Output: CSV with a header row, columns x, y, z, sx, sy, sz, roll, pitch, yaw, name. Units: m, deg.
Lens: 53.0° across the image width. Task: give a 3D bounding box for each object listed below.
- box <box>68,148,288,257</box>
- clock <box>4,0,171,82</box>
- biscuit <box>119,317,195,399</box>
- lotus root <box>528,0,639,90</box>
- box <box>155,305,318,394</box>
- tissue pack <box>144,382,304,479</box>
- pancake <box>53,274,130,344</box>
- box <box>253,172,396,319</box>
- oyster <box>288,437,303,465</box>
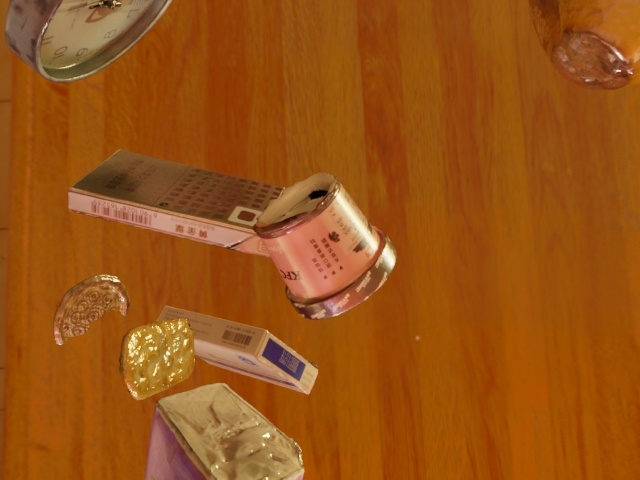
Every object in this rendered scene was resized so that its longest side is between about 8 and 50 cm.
x,y,z,sx,sy,sz,roll,pitch,yaw,name
-0.196,-0.062,0.999,0.325,0.180,0.047,14,117,2,box
-0.344,-0.385,1.016,0.067,0.325,0.325,45,90,-2,clock
-0.271,0.197,1.100,0.029,0.247,0.118,-2,89,14,biscuit
0.281,-0.241,0.632,0.199,0.188,0.180,17,72,45,lotus root
-0.191,0.239,1.422,0.343,0.200,0.065,5,61,41,box
-0.166,0.427,1.016,0.242,0.160,0.338,34,120,40,tissue pack
-0.511,0.161,1.434,0.020,0.184,0.190,26,69,30,pancake
0.000,0.000,0.801,0.151,0.151,0.135,-31,114,3,box
-0.091,0.531,1.577,0.100,0.037,0.098,-24,59,31,oyster
